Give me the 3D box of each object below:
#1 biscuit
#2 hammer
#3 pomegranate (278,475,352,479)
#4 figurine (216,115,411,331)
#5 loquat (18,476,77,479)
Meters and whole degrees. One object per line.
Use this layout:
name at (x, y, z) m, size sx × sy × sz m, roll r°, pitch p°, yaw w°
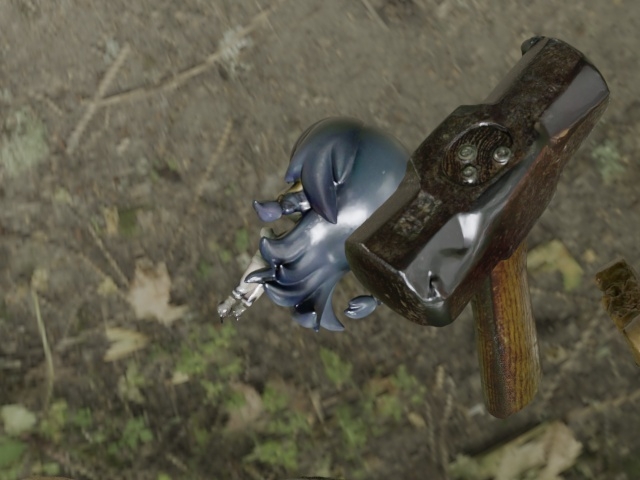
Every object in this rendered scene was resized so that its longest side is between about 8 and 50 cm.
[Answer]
biscuit at (0.307, 0.098, 1.376) m, size 0.047 × 0.320 × 0.183 m, roll -40°, pitch 85°, yaw 10°
hammer at (0.156, 0.036, 1.304) m, size 0.242 × 0.095 × 0.409 m, roll -49°, pitch 149°, yaw -19°
pomegranate at (-0.008, 0.307, 0.864) m, size 0.285 × 0.285 × 0.341 m, roll -10°, pitch 89°, yaw -10°
figurine at (0.008, -0.010, 1.746) m, size 0.197 × 0.175 × 0.265 m, roll 16°, pitch 92°, yaw -8°
loquat at (-0.300, 0.407, 1.776) m, size 0.274 × 0.275 × 0.275 m, roll -6°, pitch 119°, yaw -12°
